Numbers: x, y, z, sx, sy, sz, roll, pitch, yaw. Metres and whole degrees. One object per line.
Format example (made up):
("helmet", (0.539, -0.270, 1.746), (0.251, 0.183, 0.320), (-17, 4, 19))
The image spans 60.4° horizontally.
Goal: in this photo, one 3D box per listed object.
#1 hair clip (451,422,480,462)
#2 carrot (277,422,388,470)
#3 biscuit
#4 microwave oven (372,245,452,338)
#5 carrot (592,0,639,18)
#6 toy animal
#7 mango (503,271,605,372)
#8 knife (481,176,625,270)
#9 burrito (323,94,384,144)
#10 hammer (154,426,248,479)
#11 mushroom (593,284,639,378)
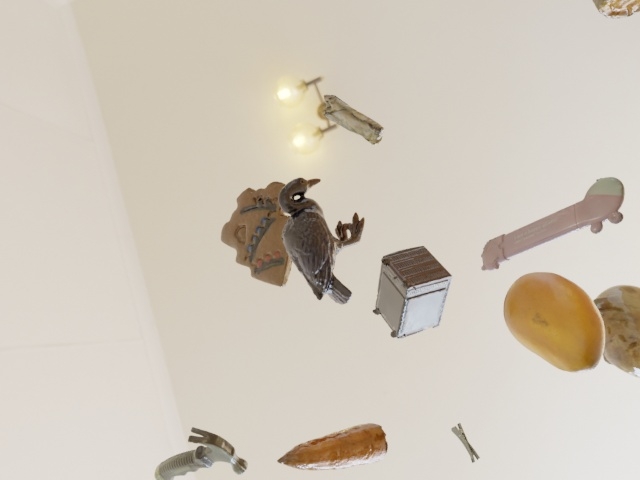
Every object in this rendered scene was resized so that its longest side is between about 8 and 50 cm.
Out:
("hair clip", (0.422, 0.594, 1.612), (0.039, 0.030, 0.115), (6, -139, -41))
("carrot", (0.017, 0.366, 0.963), (0.205, 0.072, 0.072), (3, -122, -30))
("biscuit", (-0.154, -0.011, 1.480), (0.043, 0.278, 0.301), (7, -132, -52))
("microwave oven", (0.289, 0.164, 1.795), (0.188, 0.178, 0.247), (52, 148, 43))
("carrot", (0.468, -0.419, 0.882), (0.082, 0.082, 0.173), (53, -145, -44))
("toy animal", (0.000, 0.000, 1.252), (0.185, 0.122, 0.298), (0, -99, -36))
("mango", (0.411, 0.142, 0.963), (0.112, 0.145, 0.219), (39, -165, -34))
("knife", (0.541, -0.024, 1.318), (0.038, 0.398, 0.132), (26, -124, -25))
("burrito", (0.067, -0.260, 1.183), (0.171, 0.042, 0.051), (33, 140, 24))
("hammer", (-0.299, 0.515, 1.283), (0.159, 0.226, 0.041), (50, -153, -24))
("mushroom", (0.764, 0.223, 1.346), (0.184, 0.255, 0.255), (127, 131, -57))
